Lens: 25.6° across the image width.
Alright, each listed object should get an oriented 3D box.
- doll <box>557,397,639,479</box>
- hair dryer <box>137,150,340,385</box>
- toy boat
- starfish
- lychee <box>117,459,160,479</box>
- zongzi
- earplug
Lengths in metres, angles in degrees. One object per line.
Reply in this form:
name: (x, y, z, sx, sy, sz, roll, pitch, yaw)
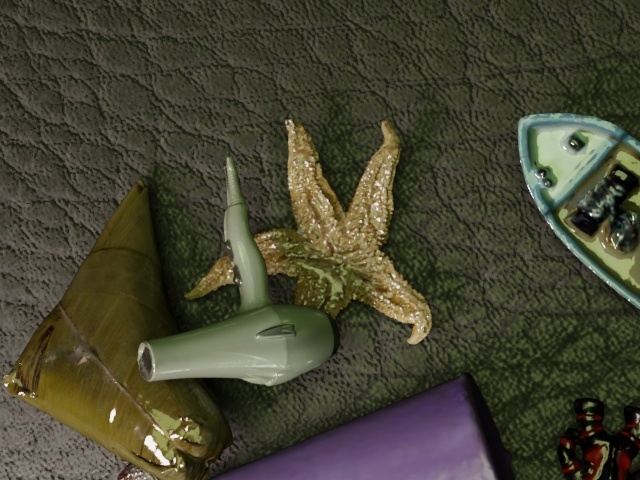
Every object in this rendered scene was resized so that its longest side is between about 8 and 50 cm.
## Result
doll: (0.316, 0.305, 1.582, 0.127, 0.088, 0.249, -1, 74, 28)
hair dryer: (-0.125, 0.056, 1.566, 0.229, 0.092, 0.267, -26, 80, -34)
toy boat: (0.349, -0.024, 1.580, 0.332, 0.133, 0.145, 44, 92, 10)
starfish: (0.001, 0.000, 1.659, 0.299, 0.060, 0.302, 11, 93, 13)
lychee: (-0.203, 0.285, 1.658, 0.083, 0.068, 0.067, 31, 130, 7)
zongzi: (-0.183, 0.101, 1.618, 0.273, 0.145, 0.300, 25, 81, 26)
earplug: (-0.007, 0.317, 1.561, 0.455, 0.215, 0.215, -20, 82, 8)
